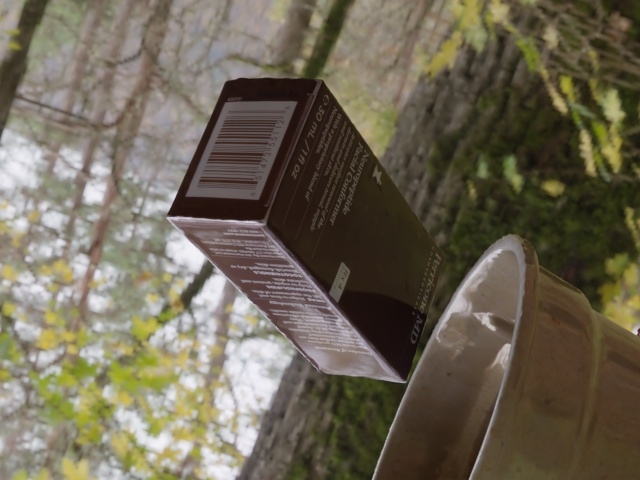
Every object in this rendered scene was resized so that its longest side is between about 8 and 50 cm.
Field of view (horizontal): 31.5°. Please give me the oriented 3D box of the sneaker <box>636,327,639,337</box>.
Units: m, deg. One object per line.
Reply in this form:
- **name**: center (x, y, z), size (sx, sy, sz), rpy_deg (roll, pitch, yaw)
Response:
- **sneaker**: center (0.348, 0.175, 1.205), size (0.112, 0.299, 0.121), rpy_deg (50, -166, -30)

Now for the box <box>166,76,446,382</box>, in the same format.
- **box**: center (0.000, 0.000, 1.333), size (0.143, 0.191, 0.381), rpy_deg (4, 152, 31)

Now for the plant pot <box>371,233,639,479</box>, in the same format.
- **plant pot**: center (0.216, 0.204, 0.839), size (0.305, 0.333, 0.334), rpy_deg (22, -171, -3)
